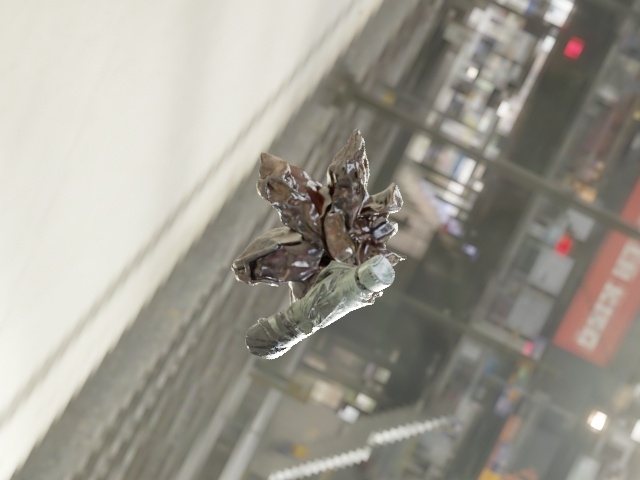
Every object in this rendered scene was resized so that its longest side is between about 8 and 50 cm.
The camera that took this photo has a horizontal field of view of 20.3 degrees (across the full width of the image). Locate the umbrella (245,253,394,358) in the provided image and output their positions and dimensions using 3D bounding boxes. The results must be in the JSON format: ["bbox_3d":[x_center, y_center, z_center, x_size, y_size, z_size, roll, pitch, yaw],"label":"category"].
[{"bbox_3d":[-0.005,0.062,1.715,0.188,0.050,0.046,-33,-172,41],"label":"umbrella"}]

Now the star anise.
[{"bbox_3d":[-0.002,-0.007,2.052,0.214,0.220,0.099,-28,-156,-3],"label":"star anise"}]
